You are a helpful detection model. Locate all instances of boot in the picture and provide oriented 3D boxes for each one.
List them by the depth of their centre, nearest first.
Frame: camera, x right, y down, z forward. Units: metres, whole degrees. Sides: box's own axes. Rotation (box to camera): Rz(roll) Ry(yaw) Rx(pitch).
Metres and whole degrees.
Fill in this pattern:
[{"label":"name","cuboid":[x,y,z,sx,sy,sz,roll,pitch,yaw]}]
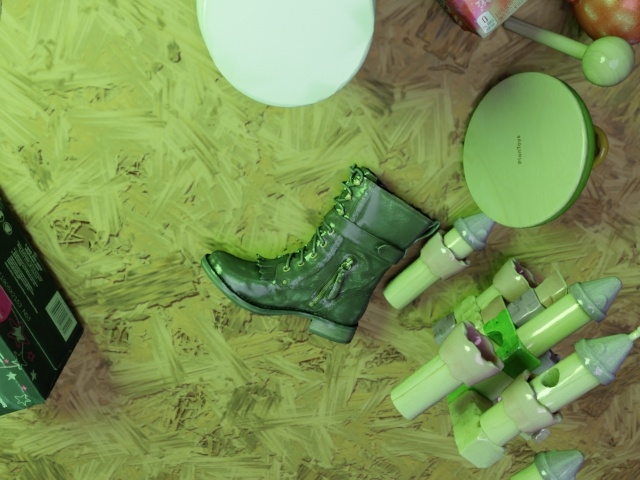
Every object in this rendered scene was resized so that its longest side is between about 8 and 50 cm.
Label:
[{"label":"boot","cuboid":[0.000,0.000,0.855,0.262,0.091,0.229,24,107,-20]}]

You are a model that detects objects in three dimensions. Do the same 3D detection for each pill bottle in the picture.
[{"label":"pill bottle","cuboid":[-0.033,-0.229,0.617,0.160,0.283,0.161,-2,116,-4]}]

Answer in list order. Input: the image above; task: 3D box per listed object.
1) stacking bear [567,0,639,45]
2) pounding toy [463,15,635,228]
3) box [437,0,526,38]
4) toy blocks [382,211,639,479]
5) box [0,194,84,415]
[{"label":"stacking bear","cuboid":[0.405,-0.322,0.685,0.289,0.164,0.175,-36,114,18]},{"label":"pounding toy","cuboid":[0.282,-0.131,0.777,0.110,0.183,0.237,-1,116,-33]},{"label":"box","cuboid":[0.215,-0.351,0.666,0.257,0.123,0.128,-40,112,15]},{"label":"toy blocks","cuboid":[0.274,0.125,0.814,0.309,0.289,0.260,40,112,-18]},{"label":"box","cuboid":[-0.437,0.079,0.804,0.142,0.163,0.247,-17,116,8]}]
